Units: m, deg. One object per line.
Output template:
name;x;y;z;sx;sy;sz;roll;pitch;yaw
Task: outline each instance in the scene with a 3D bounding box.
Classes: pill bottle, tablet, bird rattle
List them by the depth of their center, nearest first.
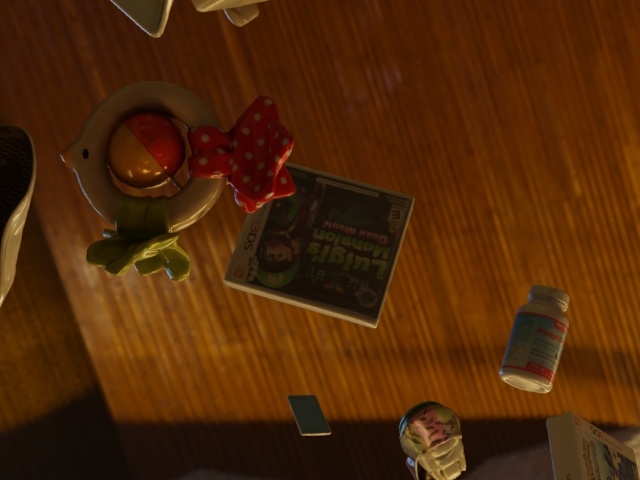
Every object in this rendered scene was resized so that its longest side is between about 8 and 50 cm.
bird rattle;-0.158;-0.077;1.348;0.253;0.207;0.143;-43;175;9
pill bottle;0.348;0.157;2.057;0.087;0.087;0.160;-3;-117;53
tablet;-0.019;0.281;2.061;0.054;0.006;0.083;2;-140;-26

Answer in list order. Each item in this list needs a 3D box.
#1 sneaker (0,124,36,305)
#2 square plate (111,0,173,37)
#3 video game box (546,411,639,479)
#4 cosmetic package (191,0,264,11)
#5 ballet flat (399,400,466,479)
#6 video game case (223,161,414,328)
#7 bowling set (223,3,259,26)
sneaker;-0.451;-0.014;1.717;0.105;0.290;0.123;12;155;-7
square plate;-0.182;-0.401;1.053;0.049;0.344;0.347;-17;-130;-42
video game box;0.385;0.357;1.747;0.048;0.205;0.187;-27;141;33
cosmetic package;0.034;-0.267;0.714;0.309;0.160;0.113;-25;-179;38
ballet flat;0.138;0.257;1.522;0.077;0.079;0.221;-23;156;-6
video game case;0.000;0.000;1.538;0.190;0.173;0.022;16;159;6
bowling set;-0.031;-0.427;1.714;0.287;0.154;0.200;-27;-167;23
